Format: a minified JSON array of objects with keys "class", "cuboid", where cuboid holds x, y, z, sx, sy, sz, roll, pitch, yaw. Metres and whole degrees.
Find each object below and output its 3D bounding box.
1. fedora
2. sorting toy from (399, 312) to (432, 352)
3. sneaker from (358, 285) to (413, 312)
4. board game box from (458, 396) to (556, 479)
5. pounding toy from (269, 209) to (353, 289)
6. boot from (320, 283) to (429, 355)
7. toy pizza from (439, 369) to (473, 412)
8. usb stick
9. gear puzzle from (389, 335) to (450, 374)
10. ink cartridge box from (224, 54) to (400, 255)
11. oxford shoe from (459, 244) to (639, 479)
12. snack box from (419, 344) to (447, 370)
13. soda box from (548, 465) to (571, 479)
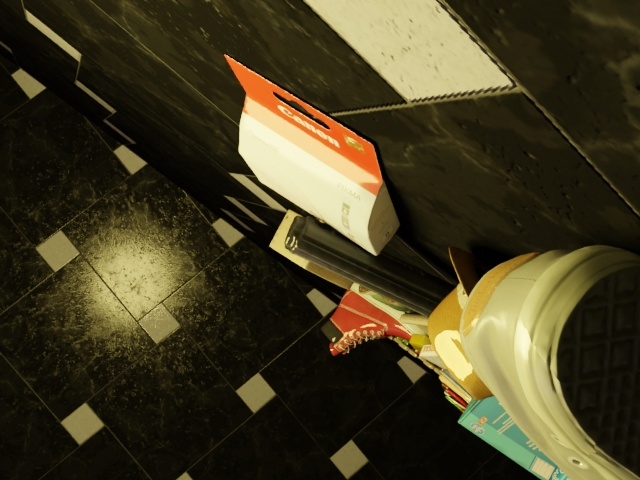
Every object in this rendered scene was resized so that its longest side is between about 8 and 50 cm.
[{"class":"fedora","cuboid":[0.161,0.095,0.659,0.194,0.079,0.194,43,-161,-18]},{"class":"sorting toy","cuboid":[0.237,0.167,1.050,0.229,0.041,0.307,34,164,-19]},{"class":"sneaker","cuboid":[0.134,0.078,1.054,0.086,0.064,0.192,23,173,-18]},{"class":"board game box","cuboid":[0.349,0.256,0.798,0.336,0.079,0.254,33,157,14]},{"class":"pounding toy","cuboid":[0.000,0.000,1.097,0.141,0.100,0.130,28,-179,-40]},{"class":"boot","cuboid":[0.120,0.223,1.577,0.244,0.176,0.088,30,169,37]},{"class":"toy pizza","cuboid":[0.253,0.276,1.039,0.201,0.032,0.201,43,178,2]},{"class":"usb stick","cuboid":[0.088,0.044,0.840,0.278,0.045,0.077,25,-156,-6]},{"class":"gear puzzle","cuboid":[0.255,0.255,1.641,0.339,0.044,0.175,33,-172,40]},{"class":"ink cartridge box","cuboid":[-0.014,-0.080,0.732,0.189,0.066,0.232,34,177,20]},{"class":"oxford shoe","cuboid":[0.259,0.158,0.536,0.449,0.169,0.130,47,169,-27]},{"class":"snack box","cuboid":[0.208,0.176,1.005,0.064,0.022,0.178,30,165,-6]},{"class":"soda box","cuboid":[0.338,0.286,0.677,0.210,0.067,0.071,36,158,7]}]
